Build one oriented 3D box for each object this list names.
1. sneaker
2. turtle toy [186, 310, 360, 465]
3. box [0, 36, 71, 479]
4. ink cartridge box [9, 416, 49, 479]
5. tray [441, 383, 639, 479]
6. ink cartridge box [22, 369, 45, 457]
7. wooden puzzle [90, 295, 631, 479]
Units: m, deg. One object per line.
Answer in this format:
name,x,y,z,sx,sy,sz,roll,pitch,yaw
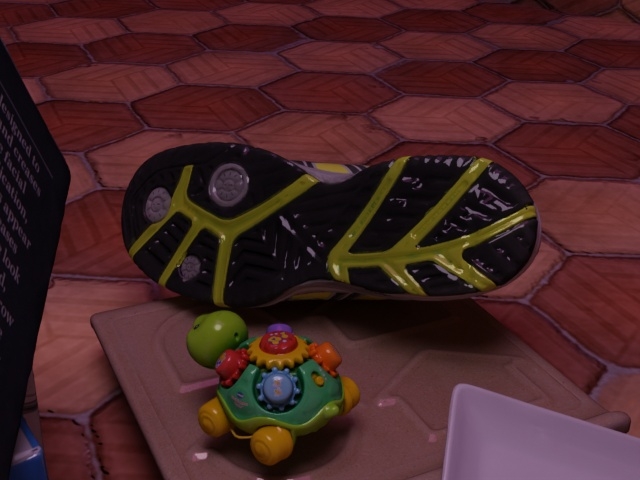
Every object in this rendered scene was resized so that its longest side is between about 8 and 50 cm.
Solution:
sneaker,0.000,0.000,0.765,0.385,0.145,0.147,7,-7,23
turtle toy,-0.039,0.090,0.592,0.130,0.066,0.095,17,29,35
box,-0.285,0.055,0.299,0.294,0.212,0.395,-9,47,4
ink cartridge box,-0.195,0.162,0.478,0.082,0.190,0.140,-18,33,-31
tray,0.195,0.191,0.528,0.270,0.030,0.145,18,50,-3
ink cartridge box,-0.280,0.087,0.592,0.160,0.219,0.092,-11,33,-23
wooden puzzle,0.011,0.121,0.706,0.322,0.080,0.348,-11,25,-24
